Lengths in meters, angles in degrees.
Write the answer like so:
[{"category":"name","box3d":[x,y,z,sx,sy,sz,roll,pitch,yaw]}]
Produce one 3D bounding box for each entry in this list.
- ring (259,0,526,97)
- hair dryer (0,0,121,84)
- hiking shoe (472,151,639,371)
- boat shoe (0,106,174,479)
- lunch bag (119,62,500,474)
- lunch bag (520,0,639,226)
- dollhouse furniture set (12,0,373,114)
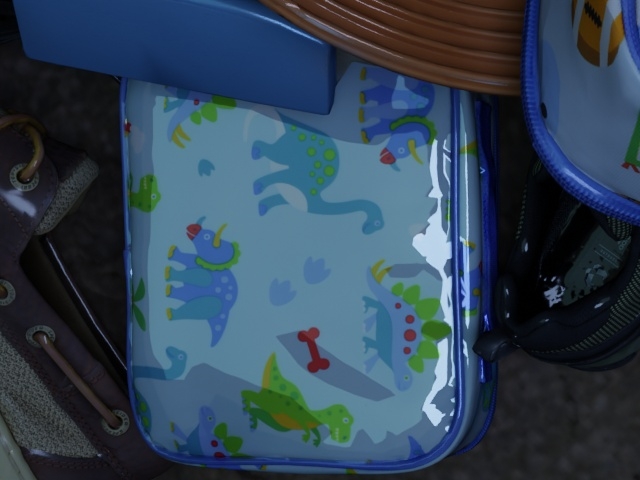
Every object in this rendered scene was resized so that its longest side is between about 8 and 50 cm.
[{"category":"ring","box3d":[0.069,-0.217,0.648,0.336,0.337,0.032,67,160,11]},{"category":"hair dryer","box3d":[-0.193,-0.164,0.900,0.224,0.080,0.293,-31,91,22]},{"category":"hiking shoe","box3d":[0.145,-0.039,0.693,0.086,0.114,0.227,32,105,23]},{"category":"boat shoe","box3d":[-0.168,-0.020,0.832,0.123,0.123,0.342,-21,99,4]},{"category":"lunch bag","box3d":[0.000,0.000,0.777,0.176,0.090,0.219,-2,89,18]},{"category":"lunch bag","box3d":[0.191,-0.140,0.584,0.243,0.115,0.303,12,70,-7]},{"category":"dollhouse furniture set","box3d":[-0.076,-0.243,0.713,0.303,0.198,0.286,14,55,10]}]
